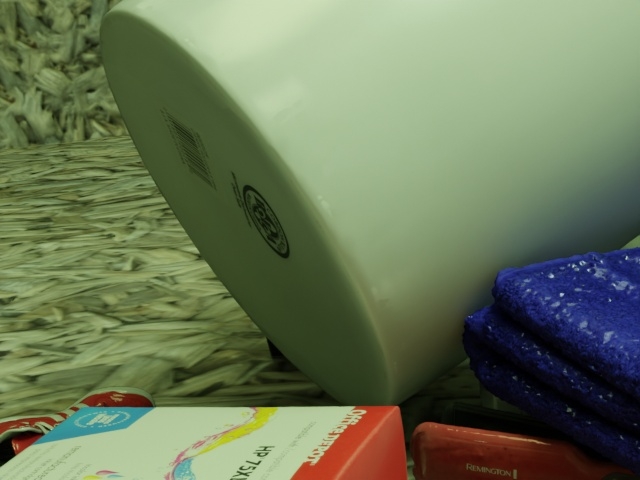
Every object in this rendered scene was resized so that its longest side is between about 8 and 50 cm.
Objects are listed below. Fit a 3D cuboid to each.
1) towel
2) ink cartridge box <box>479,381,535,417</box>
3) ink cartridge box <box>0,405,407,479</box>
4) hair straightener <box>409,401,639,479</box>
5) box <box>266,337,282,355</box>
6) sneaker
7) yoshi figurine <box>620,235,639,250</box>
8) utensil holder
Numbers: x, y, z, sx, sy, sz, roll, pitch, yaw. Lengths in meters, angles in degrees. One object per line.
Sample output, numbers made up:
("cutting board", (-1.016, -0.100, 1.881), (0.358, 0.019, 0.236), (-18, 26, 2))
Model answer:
("towel", (0.260, 0.045, 0.914), (0.308, 0.076, 0.227), (-12, 20, -28))
("ink cartridge box", (0.162, 0.094, 1.011), (0.122, 0.052, 0.088), (-8, 10, 0))
("ink cartridge box", (-0.038, 0.137, 0.823), (0.231, 0.078, 0.134), (-2, 11, 16))
("hair straightener", (0.170, 0.115, 0.902), (0.230, 0.047, 0.089), (0, 12, 27))
("box", (-0.007, -0.023, 1.302), (0.077, 0.147, 0.180), (-4, 39, 11))
("sneaker", (-0.162, 0.126, 1.049), (0.118, 0.042, 0.067), (-15, 7, -5))
("yoshi figurine", (0.276, -0.037, 1.287), (0.203, 0.203, 0.362), (-17, 11, -21))
("utensil holder", (0.101, -0.117, 1.060), (0.385, 0.328, 0.327), (-36, 20, -17))
